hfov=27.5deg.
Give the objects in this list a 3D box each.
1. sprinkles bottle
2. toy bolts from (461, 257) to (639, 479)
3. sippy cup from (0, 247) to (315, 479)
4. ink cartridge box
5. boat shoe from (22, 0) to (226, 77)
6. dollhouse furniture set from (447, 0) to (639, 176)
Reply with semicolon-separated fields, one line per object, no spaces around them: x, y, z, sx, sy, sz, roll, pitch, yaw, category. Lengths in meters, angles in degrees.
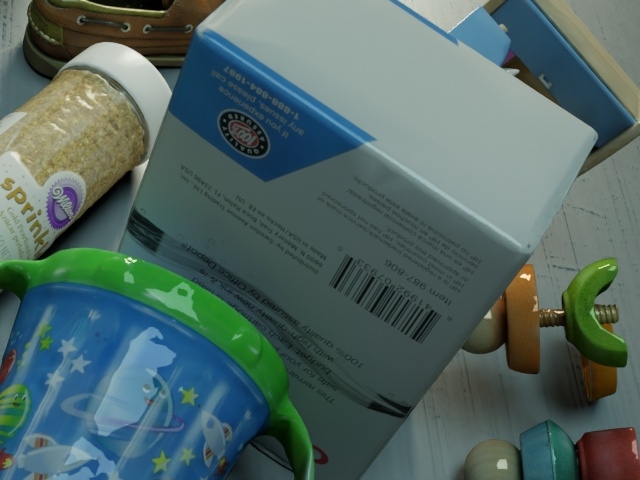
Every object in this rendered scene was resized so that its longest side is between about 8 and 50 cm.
-0.278;-0.044;1.190;0.121;0.121;0.355;36;51;6;sprinkles bottle
0.208;0.148;1.247;0.158;0.218;0.229;-5;75;6;toy bolts
-0.173;0.162;1.029;0.305;0.240;0.224;12;57;25;sippy cup
0.000;0.000;1.093;0.285;0.395;0.166;34;48;5;ink cartridge box
-0.165;-0.253;1.396;0.307;0.104;0.111;-23;65;-34;boat shoe
0.134;-0.081;1.290;0.198;0.286;0.303;49;53;-2;dollhouse furniture set
